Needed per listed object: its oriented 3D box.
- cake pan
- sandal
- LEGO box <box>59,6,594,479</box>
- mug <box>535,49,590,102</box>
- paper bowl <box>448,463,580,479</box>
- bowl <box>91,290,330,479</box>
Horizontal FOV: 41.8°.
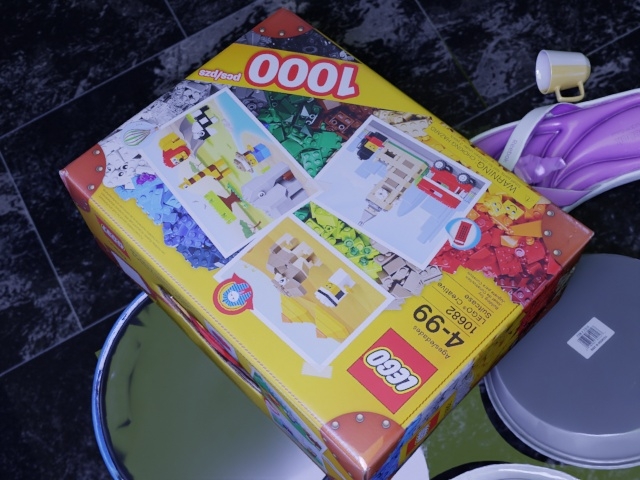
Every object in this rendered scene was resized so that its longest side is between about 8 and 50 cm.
[{"bbox_3d":[0.345,0.135,1.046,0.293,0.054,0.293,-12,52,16],"label":"cake pan"},{"bbox_3d":[0.319,-0.115,1.146,0.416,0.102,0.169,-26,75,-1],"label":"sandal"},{"bbox_3d":[0.000,0.000,1.023,0.500,0.193,0.372,40,70,22],"label":"LEGO box"},{"bbox_3d":[0.350,-0.236,1.201,0.064,0.062,0.078,-5,96,-5],"label":"mug"},{"bbox_3d":[0.217,0.377,0.907,0.285,0.148,0.284,-6,47,7],"label":"paper bowl"},{"bbox_3d":[-0.118,0.205,1.118,0.392,0.077,0.390,-1,76,5],"label":"bowl"}]
